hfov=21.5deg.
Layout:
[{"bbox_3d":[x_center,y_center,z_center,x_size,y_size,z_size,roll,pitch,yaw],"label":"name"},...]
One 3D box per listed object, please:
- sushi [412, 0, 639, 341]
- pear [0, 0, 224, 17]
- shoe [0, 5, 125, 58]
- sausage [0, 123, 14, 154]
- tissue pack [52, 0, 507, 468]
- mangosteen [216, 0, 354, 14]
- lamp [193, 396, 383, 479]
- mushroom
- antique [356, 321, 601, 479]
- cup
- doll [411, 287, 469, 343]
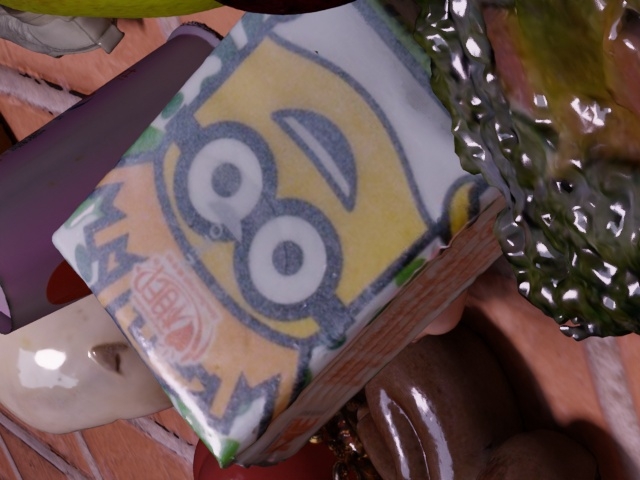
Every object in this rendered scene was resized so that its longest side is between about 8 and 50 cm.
[{"bbox_3d":[0.190,-0.105,0.834,0.352,0.178,0.294,1,117,66],"label":"sushi"},{"bbox_3d":[-0.194,-0.265,1.261,0.286,0.282,0.176,57,148,4],"label":"pear"},{"bbox_3d":[-0.278,-0.236,1.688,0.098,0.103,0.275,42,173,-27],"label":"shoe"},{"bbox_3d":[-0.476,-0.139,2.131,0.501,0.136,0.123,57,-177,-2],"label":"sausage"},{"bbox_3d":[-0.010,-0.023,1.176,0.228,0.311,0.128,50,-162,21],"label":"tissue pack"},{"bbox_3d":[-0.013,-0.253,1.036,0.235,0.235,0.261,56,-170,5],"label":"mangosteen"},{"bbox_3d":[-0.024,0.246,1.618,0.227,0.227,0.227,43,152,30],"label":"lamp"},{"bbox_3d":[-0.207,0.083,1.753,0.314,0.314,0.336,39,170,37],"label":"mushroom"},{"bbox_3d":[0.130,0.163,1.352,0.257,0.121,0.143,49,147,37],"label":"antique"},{"bbox_3d":[-0.192,-0.044,1.506,0.203,0.288,0.203,42,150,31],"label":"cup"},{"bbox_3d":[0.001,0.000,1.367,0.278,0.154,0.119,33,118,47],"label":"doll"}]
